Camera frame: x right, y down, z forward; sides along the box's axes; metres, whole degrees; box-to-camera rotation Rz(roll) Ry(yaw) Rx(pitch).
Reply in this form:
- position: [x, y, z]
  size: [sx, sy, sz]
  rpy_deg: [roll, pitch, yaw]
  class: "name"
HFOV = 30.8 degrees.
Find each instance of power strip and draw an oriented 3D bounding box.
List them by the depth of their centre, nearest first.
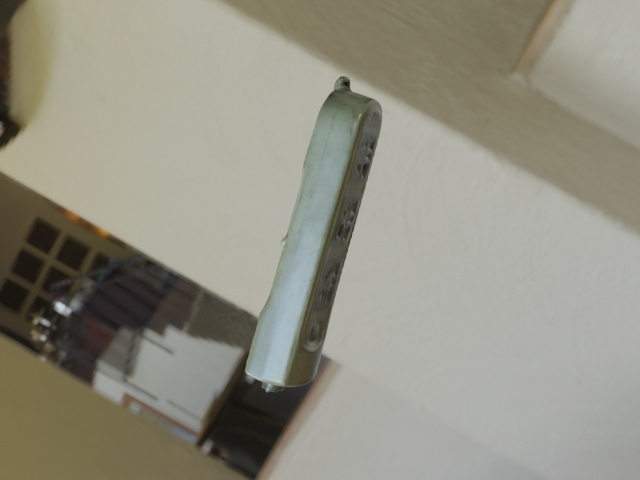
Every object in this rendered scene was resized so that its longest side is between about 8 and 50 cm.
- position: [-0.002, -0.001, 1.022]
  size: [0.080, 0.048, 0.286]
  rpy_deg: [-7, -67, -72]
  class: "power strip"
